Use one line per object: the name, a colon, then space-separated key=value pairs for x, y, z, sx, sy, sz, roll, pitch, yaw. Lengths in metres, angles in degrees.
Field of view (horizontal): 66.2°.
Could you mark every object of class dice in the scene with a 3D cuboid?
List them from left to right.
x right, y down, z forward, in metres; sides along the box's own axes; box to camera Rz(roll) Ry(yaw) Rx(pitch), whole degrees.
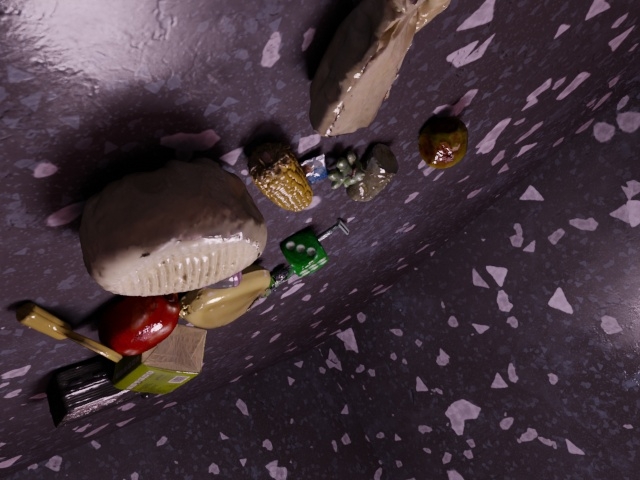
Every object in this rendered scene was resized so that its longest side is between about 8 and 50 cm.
dice: x=-0.053 y=0.046 z=1.671 sx=0.128 sy=0.120 sz=0.131 roll=-31 pitch=163 yaw=-3

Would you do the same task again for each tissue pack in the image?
tissue pack: x=-0.526 y=0.383 z=1.598 sx=0.200 sy=0.168 sz=0.274 roll=20 pitch=143 yaw=-31

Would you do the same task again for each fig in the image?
fig: x=0.369 y=-0.290 z=1.467 sx=0.165 sy=0.144 sz=0.154 roll=-9 pitch=115 yaw=-65

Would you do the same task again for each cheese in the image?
cheese: x=-0.332 y=0.191 z=1.620 sx=0.315 sy=0.128 sz=0.260 roll=-17 pitch=147 yaw=-47

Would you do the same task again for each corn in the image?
corn: x=-0.091 y=-0.140 z=1.170 sx=0.115 sy=0.115 sz=0.318 roll=-32 pitch=162 yaw=3

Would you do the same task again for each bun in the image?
bun: x=-0.292 y=-0.030 z=0.993 sx=0.359 sy=0.211 sz=0.360 roll=-17 pitch=160 yaw=-6

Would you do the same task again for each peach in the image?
peach: x=-0.532 y=0.239 z=1.392 sx=0.267 sy=0.159 sz=0.154 roll=-30 pitch=155 yaw=2

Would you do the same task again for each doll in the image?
doll: x=0.071 y=-0.183 z=1.321 sx=0.150 sy=0.077 sz=0.115 roll=-9 pitch=127 yaw=-62

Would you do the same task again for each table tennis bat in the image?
table tennis bat: x=-0.635 y=0.239 z=1.248 sx=0.050 sy=0.198 sz=0.321 roll=-64 pitch=152 yaw=-22

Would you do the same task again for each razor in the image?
razor: x=-0.003 y=-0.005 z=1.767 sx=0.211 sy=0.036 sz=0.084 roll=-29 pitch=145 yaw=12

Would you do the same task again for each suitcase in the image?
suitcase: x=-0.746 y=0.506 z=1.700 sx=0.334 sy=0.152 sz=0.229 roll=-13 pitch=158 yaw=-44

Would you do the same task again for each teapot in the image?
teapot: x=-0.311 y=0.089 z=1.434 sx=0.145 sy=0.116 sz=0.148 roll=-12 pitch=-176 yaw=-16

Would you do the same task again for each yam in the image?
yam: x=0.152 y=-0.190 z=1.432 sx=0.107 sy=0.107 sz=0.183 roll=-17 pitch=159 yaw=-36

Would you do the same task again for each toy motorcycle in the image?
toy motorcycle: x=-0.187 y=0.167 z=1.855 sx=0.190 sy=0.074 sz=0.106 roll=-37 pitch=170 yaw=14

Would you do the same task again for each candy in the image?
candy: x=-0.018 y=-0.183 z=1.282 sx=0.088 sy=0.038 sz=0.136 roll=-21 pitch=160 yaw=7

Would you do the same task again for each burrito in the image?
burrito: x=0.097 y=-0.353 z=0.876 sx=0.190 sy=0.135 sz=0.332 roll=-25 pitch=159 yaw=-45
